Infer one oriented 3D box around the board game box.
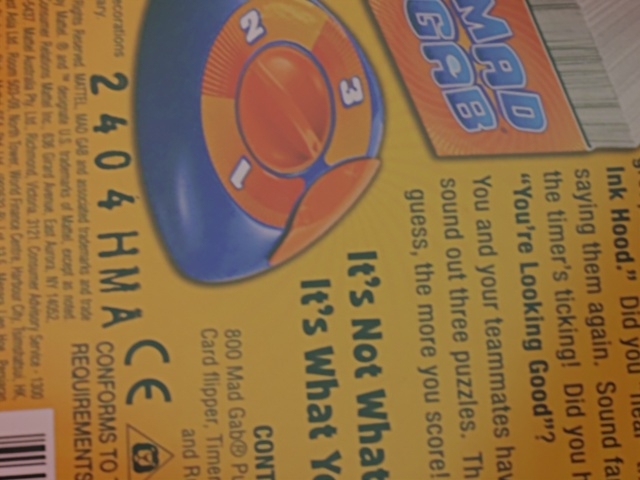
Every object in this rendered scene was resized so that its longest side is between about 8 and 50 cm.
[{"bbox_3d":[0.000,0.000,0.490,0.356,0.356,0.357,-3,82,-3],"label":"board game box"}]
